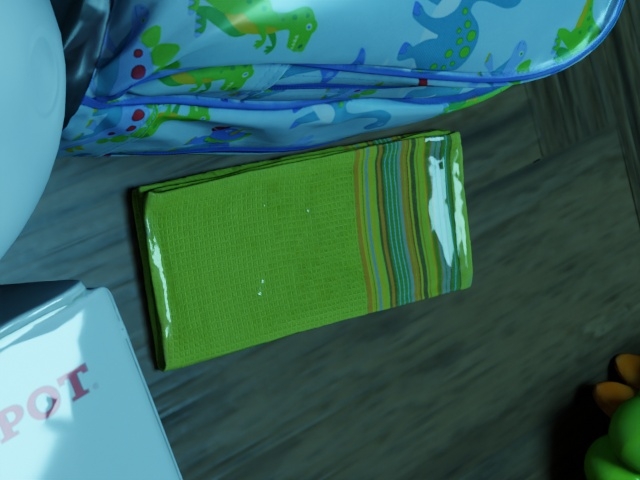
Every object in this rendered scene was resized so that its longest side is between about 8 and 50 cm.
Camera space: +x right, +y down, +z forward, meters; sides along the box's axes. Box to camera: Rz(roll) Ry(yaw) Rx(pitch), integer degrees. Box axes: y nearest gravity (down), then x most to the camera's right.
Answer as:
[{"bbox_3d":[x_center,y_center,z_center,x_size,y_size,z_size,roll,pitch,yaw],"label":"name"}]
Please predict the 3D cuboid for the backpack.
[{"bbox_3d":[-0.021,-0.168,0.708,0.355,0.273,0.290,8,77,-52],"label":"backpack"}]

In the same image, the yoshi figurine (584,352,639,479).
[{"bbox_3d":[0.344,0.153,1.033,0.362,0.203,0.203,-10,102,-38],"label":"yoshi figurine"}]

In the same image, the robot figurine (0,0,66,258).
[{"bbox_3d":[-0.214,-0.098,0.490,0.200,0.300,0.353,-26,71,-14],"label":"robot figurine"}]

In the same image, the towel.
[{"bbox_3d":[0.000,0.000,0.847,0.237,0.021,0.102,-14,97,-40],"label":"towel"}]

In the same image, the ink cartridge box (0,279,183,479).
[{"bbox_3d":[-0.156,0.197,0.636,0.226,0.131,0.306,-29,106,-37],"label":"ink cartridge box"}]
